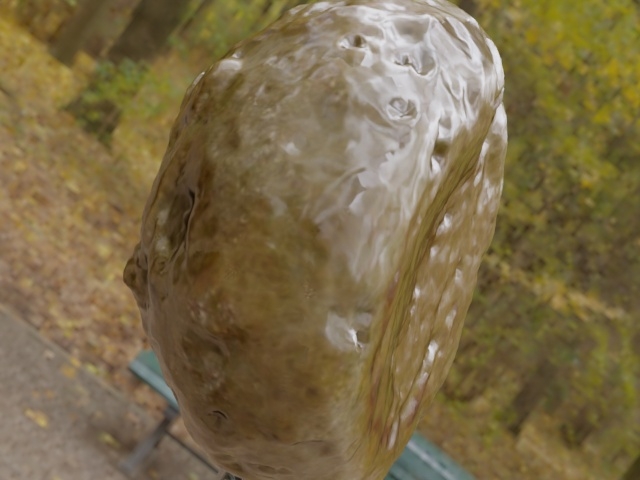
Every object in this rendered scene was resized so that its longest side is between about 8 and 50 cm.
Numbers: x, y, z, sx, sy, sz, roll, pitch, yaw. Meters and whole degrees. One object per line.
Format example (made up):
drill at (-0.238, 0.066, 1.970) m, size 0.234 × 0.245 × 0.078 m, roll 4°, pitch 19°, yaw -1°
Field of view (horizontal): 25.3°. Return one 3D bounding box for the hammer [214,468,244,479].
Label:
hammer at (0.002, 0.101, 0.914) m, size 0.043 × 0.111 × 0.365 m, roll 29°, pitch -35°, yaw -6°

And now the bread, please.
bread at (0.000, 0.000, 0.624) m, size 0.123 × 0.230 × 0.230 m, roll 15°, pitch -2°, yaw 16°
